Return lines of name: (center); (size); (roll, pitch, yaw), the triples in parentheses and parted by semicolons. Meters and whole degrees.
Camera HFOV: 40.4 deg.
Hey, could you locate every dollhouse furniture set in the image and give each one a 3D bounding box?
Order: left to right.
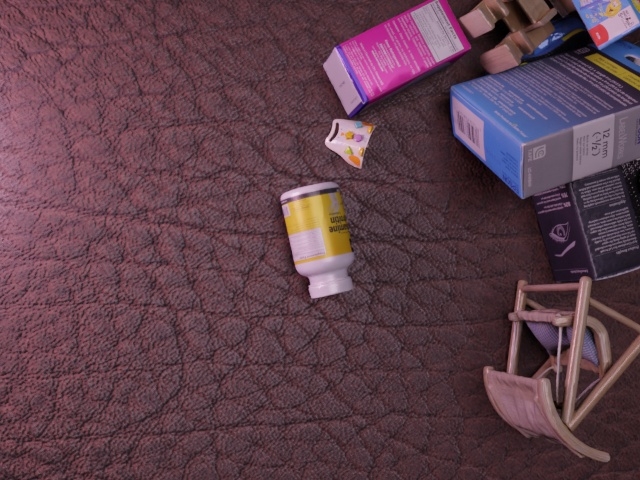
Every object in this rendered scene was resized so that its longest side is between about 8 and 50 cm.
dollhouse furniture set: (0.308, -0.440, 1.532); (0.212, 0.161, 0.242); (-43, 103, -17)

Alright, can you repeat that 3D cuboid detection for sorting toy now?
sorting toy: (0.050, -0.180, 1.526); (0.075, 0.045, 0.083); (19, 82, 11)

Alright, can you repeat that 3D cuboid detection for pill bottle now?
pill bottle: (0.000, 0.000, 1.467); (0.103, 0.103, 0.184); (-13, 89, -11)

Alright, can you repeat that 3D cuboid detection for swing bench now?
swing bench: (0.398, 0.209, 1.451); (0.165, 0.253, 0.255); (28, 81, -7)

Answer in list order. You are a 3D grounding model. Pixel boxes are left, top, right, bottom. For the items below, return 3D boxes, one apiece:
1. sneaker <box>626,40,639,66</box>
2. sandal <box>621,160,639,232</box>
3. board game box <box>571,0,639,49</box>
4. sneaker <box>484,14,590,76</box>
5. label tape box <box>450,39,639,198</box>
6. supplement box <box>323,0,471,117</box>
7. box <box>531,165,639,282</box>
sneaker: (0.587, -0.283, 1.613); (0.115, 0.090, 0.232); (41, 88, -13)
sandal: (0.579, -0.090, 1.619); (0.067, 0.040, 0.179); (-20, 104, -6)
board game box: (0.509, -0.516, 1.507); (0.308, 0.086, 0.302); (-32, 93, -41)
sneaker: (0.385, -0.348, 1.591); (0.209, 0.069, 0.082); (-27, 56, -2)
label tape box: (0.432, -0.220, 1.484); (0.347, 0.249, 0.115); (-17, 126, -12)
supplement box: (0.131, -0.319, 1.509); (0.220, 0.111, 0.114); (-27, 91, -12)
box: (0.466, -0.037, 1.532); (0.108, 0.153, 0.207); (-16, 90, -12)
